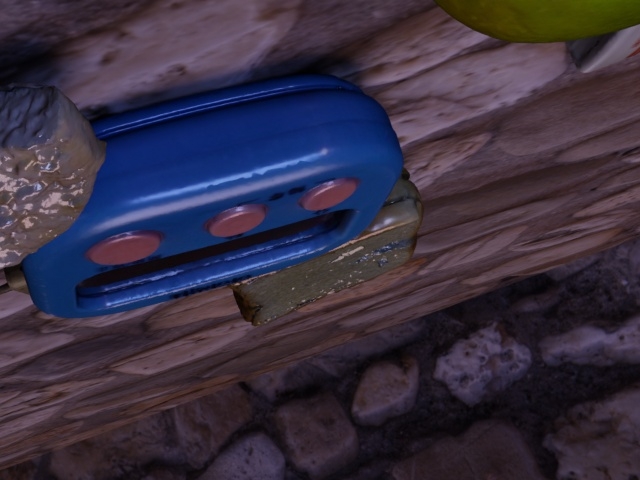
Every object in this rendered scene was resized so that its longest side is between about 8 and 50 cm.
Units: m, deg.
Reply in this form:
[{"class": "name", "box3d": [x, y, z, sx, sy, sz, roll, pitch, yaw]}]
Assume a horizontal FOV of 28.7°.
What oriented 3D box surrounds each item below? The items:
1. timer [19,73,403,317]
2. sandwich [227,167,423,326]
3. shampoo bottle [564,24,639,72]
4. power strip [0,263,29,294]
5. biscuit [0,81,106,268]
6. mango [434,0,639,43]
[{"class": "timer", "box3d": [-0.106, -0.034, 1.124, 0.340, 0.115, 0.309, -15, 165, -13]}, {"class": "sandwich", "box3d": [0.001, 0.002, 1.496, 0.249, 0.095, 0.273, -21, 167, -3]}, {"class": "shampoo bottle", "box3d": [0.359, -0.224, 1.059, 0.284, 0.071, 0.153, -15, 167, -9]}, {"class": "power strip", "box3d": [-0.235, 0.012, 1.331, 0.267, 0.034, 0.092, -20, 168, 7]}, {"class": "biscuit", "box3d": [-0.285, -0.027, 0.901, 0.281, 0.084, 0.179, -15, 153, 7]}, {"class": "mango", "box3d": [0.208, -0.218, 0.675, 0.343, 0.156, 0.192, -24, 176, 11]}]
